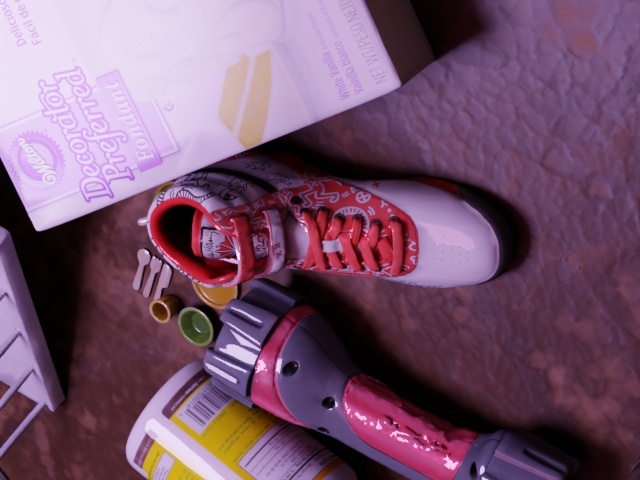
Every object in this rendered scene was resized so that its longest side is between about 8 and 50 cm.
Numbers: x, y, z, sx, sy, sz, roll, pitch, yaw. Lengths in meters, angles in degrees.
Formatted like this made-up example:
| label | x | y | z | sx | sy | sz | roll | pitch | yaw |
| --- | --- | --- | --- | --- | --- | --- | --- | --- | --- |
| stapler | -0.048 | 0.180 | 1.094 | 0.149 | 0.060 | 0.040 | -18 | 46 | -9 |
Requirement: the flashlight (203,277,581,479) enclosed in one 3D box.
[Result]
| label | x | y | z | sx | sy | sz | roll | pitch | yaw |
| --- | --- | --- | --- | --- | --- | --- | --- | --- | --- |
| flashlight | 0.057 | 0.136 | 1.471 | 0.304 | 0.103 | 0.103 | 26 | 97 | 21 |

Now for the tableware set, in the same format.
| label | x | y | z | sx | sy | sz | roll | pitch | yaw |
| --- | --- | --- | --- | --- | --- | --- | --- | --- | --- |
| tableware set | -0.113 | 0.016 | 1.576 | 0.104 | 0.024 | 0.154 | 34 | 128 | 17 |

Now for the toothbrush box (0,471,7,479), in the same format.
| label | x | y | z | sx | sy | sz | roll | pitch | yaw |
| --- | --- | --- | --- | --- | --- | --- | --- | --- | --- |
| toothbrush box | -0.392 | 0.316 | 1.802 | 0.295 | 0.216 | 0.126 | 52 | 131 | 3 |

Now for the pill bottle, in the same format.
| label | x | y | z | sx | sy | sz | roll | pitch | yaw |
| --- | --- | --- | --- | --- | --- | --- | --- | --- | --- |
| pill bottle | -0.051 | 0.204 | 1.567 | 0.215 | 0.117 | 0.117 | 38 | 129 | 14 |

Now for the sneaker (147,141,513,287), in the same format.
| label | x | y | z | sx | sy | sz | roll | pitch | yaw |
| --- | --- | --- | --- | --- | --- | --- | --- | --- | --- |
| sneaker | -0.001 | 0.001 | 1.408 | 0.270 | 0.145 | 0.090 | 18 | 122 | 27 |

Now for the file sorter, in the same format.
| label | x | y | z | sx | sy | sz | roll | pitch | yaw |
| --- | --- | --- | --- | --- | --- | --- | --- | --- | --- |
| file sorter | -0.373 | 0.087 | 1.634 | 0.193 | 0.173 | 0.277 | 27 | 151 | 21 |

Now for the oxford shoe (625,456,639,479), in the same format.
| label | x | y | z | sx | sy | sz | roll | pitch | yaw |
| --- | --- | --- | --- | --- | --- | --- | --- | --- | --- |
| oxford shoe | 0.283 | 0.271 | 1.380 | 0.083 | 0.096 | 0.227 | -29 | 96 | 39 |

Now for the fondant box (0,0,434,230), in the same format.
| label | x | y | z | sx | sy | sz | roll | pitch | yaw |
| --- | --- | --- | --- | --- | --- | --- | --- | --- | --- |
| fondant box | -0.114 | -0.174 | 1.382 | 0.330 | 0.096 | 0.238 | -20 | 101 | 26 |
